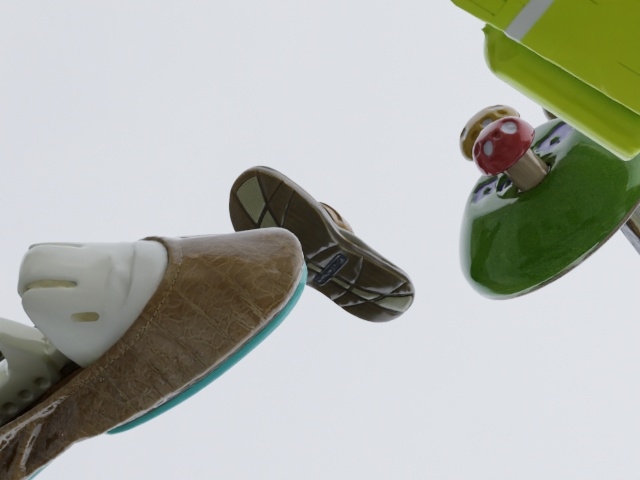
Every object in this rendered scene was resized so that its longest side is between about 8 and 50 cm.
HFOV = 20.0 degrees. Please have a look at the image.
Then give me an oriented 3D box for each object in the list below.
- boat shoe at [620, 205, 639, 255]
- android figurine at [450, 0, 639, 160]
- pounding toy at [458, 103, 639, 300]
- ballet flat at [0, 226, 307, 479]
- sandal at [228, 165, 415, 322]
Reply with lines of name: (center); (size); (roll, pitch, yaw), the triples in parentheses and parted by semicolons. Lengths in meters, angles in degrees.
boat shoe: (0.271, -0.036, 1.567); (0.135, 0.045, 0.050); (54, -9, -8)
android figurine: (0.161, -0.137, 0.798); (0.248, 0.273, 0.056); (-54, -171, 43)
pounding toy: (0.169, -0.075, 1.396); (0.110, 0.237, 0.183); (46, -27, -19)
ballet flat: (-0.171, 0.072, 1.119); (0.342, 0.124, 0.116); (-32, -148, 24)
sandal: (0.000, 0.000, 1.415); (0.072, 0.180, 0.049); (-41, -153, 29)
